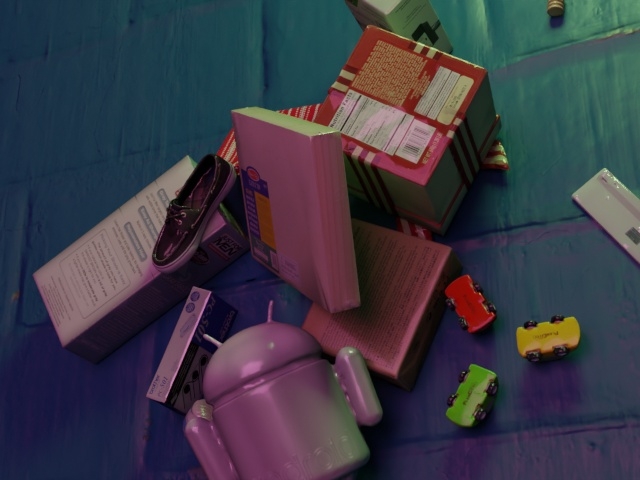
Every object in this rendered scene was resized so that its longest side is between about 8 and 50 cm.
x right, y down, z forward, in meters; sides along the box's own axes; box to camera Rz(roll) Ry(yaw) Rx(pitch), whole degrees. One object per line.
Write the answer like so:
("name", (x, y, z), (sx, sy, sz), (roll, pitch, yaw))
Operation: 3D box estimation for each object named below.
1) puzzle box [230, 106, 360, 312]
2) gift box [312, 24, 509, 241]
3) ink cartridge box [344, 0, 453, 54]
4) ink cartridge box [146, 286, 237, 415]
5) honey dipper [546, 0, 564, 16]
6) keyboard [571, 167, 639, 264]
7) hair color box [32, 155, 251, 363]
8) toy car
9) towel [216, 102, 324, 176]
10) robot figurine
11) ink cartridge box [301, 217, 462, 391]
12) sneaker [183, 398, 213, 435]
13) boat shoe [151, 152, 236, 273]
("puzzle box", (-0.047, -0.065, 1.888), (0.052, 0.272, 0.409), (-13, 16, -18))
("gift box", (0.155, -0.156, 1.930), (0.276, 0.258, 0.255), (30, 81, 20))
("ink cartridge box", (0.131, -0.399, 2.087), (0.087, 0.208, 0.153), (-47, 55, -4))
("ink cartridge box", (-0.221, 0.194, 2.044), (0.046, 0.097, 0.207), (13, 72, 32))
("honey dipper", (0.417, -0.469, 2.082), (0.030, 0.030, 0.160), (-6, 62, 25))
("keyboard", (0.496, -0.013, 1.830), (0.072, 0.014, 0.256), (-44, 54, 8))
("hair color box", (-0.329, 0.037, 2.168), (0.374, 0.113, 0.185), (-37, 56, 7))
("toy car", (0.265, 0.189, 1.824), (0.239, 0.053, 0.225), (22, 78, 34))
("towel", (-0.062, -0.189, 2.142), (0.275, 0.031, 0.199), (-6, 37, 26))
("robot figurine", (-0.054, 0.277, 1.818), (0.300, 0.200, 0.353), (-26, 81, -4))
("ink cartridge box", (0.097, 0.103, 1.924), (0.193, 0.088, 0.234), (18, 75, 29))
("sneaker", (-0.138, 0.361, 1.942), (0.237, 0.085, 0.086), (42, 129, 28))
("boat shoe", (-0.230, -0.052, 2.045), (0.080, 0.076, 0.228), (31, 82, 34))
